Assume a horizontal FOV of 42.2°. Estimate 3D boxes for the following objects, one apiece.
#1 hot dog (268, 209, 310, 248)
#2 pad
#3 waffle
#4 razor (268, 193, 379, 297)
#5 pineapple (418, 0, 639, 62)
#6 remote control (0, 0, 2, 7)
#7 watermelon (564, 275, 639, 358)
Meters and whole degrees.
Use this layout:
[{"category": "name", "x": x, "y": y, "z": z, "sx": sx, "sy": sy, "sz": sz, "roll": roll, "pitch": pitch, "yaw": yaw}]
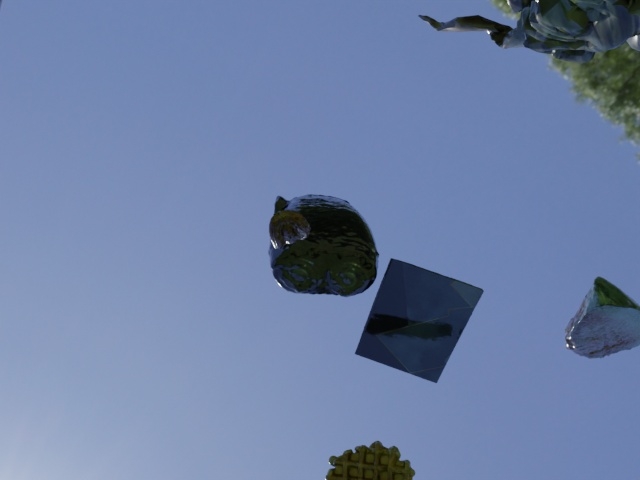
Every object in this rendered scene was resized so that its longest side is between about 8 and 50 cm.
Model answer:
[{"category": "hot dog", "x": -0.044, "y": -0.015, "z": 1.160, "sx": 0.058, "sy": 0.083, "sz": 0.035, "roll": -25, "pitch": -108, "yaw": -2}, {"category": "pad", "x": 0.165, "y": 0.145, "z": 1.439, "sx": 0.164, "sy": 0.243, "sz": 0.004, "roll": 19, "pitch": -142, "yaw": 2}, {"category": "waffle", "x": 0.087, "y": 0.435, "z": 1.397, "sx": 0.191, "sy": 0.038, "sz": 0.191, "roll": -2, "pitch": -101, "yaw": 12}, {"category": "razor", "x": 0.000, "y": -0.004, "z": 1.494, "sx": 0.189, "sy": 0.107, "sz": 0.327, "roll": 4, "pitch": -161, "yaw": -5}, {"category": "pineapple", "x": 0.117, "y": -0.226, "z": 0.395, "sx": 0.262, "sy": 0.262, "sz": 0.271, "roll": 7, "pitch": -104, "yaw": -20}, {"category": "remote control", "x": -0.642, "y": -0.443, "z": 1.497, "sx": 0.055, "sy": 0.103, "sz": 0.277, "roll": 18, "pitch": -164, "yaw": -5}, {"category": "watermelon", "x": 0.327, "y": 0.089, "z": 0.961, "sx": 0.094, "sy": 0.180, "sz": 0.081, "roll": -38, "pitch": -127, "yaw": -3}]
